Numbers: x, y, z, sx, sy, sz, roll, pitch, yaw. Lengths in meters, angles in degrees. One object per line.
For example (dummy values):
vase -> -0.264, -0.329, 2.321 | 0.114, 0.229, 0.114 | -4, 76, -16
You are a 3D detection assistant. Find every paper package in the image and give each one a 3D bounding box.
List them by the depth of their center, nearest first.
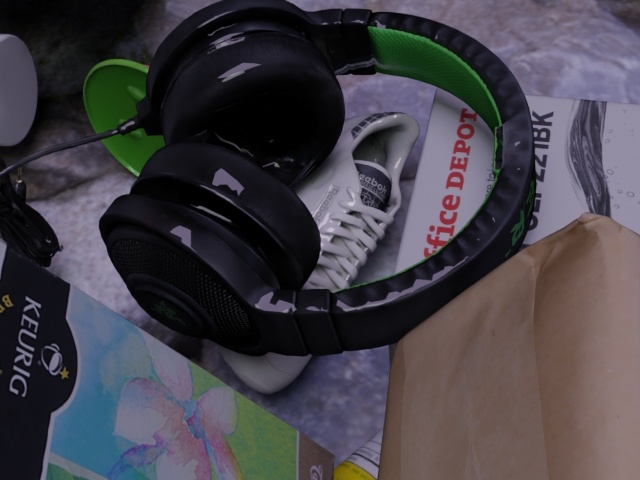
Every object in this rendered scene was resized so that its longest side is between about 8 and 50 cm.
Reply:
paper package -> 0.178, 0.208, 0.468 | 0.309, 0.168, 0.325 | 27, 51, -23

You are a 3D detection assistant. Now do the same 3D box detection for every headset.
headset -> -0.057, -0.030, 0.697 | 0.394, 0.185, 0.243 | 1, 55, 12

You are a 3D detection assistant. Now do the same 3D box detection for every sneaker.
sneaker -> 0.000, 0.000, 0.751 | 0.095, 0.090, 0.235 | -12, 47, 44

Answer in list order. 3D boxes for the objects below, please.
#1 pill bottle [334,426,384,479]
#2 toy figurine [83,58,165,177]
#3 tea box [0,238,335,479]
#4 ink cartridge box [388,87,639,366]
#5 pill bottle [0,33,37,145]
pill bottle -> 0.060, 0.170, 0.625 | 0.215, 0.117, 0.117 | -37, 58, -17
toy figurine -> -0.078, -0.123, 0.866 | 0.173, 0.130, 0.159 | 35, 55, 4
tea box -> -0.209, 0.176, 0.473 | 0.329, 0.323, 0.220 | -21, 51, 27
ink cartridge box -> 0.194, 0.011, 0.717 | 0.273, 0.114, 0.197 | 7, 57, 14
pill bottle -> -0.380, -0.132, 0.882 | 0.264, 0.146, 0.146 | 4, 56, 11
